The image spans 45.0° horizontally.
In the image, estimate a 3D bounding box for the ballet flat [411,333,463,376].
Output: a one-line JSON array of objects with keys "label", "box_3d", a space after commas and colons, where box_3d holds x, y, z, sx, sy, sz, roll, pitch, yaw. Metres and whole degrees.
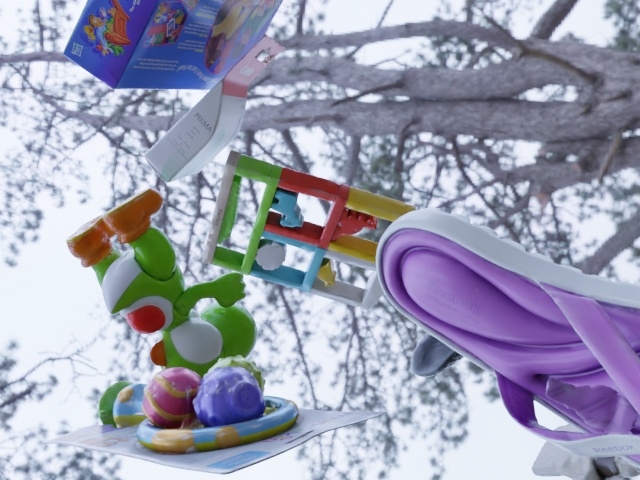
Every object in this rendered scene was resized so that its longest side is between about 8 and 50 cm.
[{"label": "ballet flat", "box_3d": [0.176, 0.135, 1.000, 0.049, 0.173, 0.057, 10, -125, -31]}]

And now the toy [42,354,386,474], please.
[{"label": "toy", "box_3d": [-0.088, 0.115, 0.553, 0.137, 0.237, 0.056, -9, -93, -44]}]

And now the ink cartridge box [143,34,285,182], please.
[{"label": "ink cartridge box", "box_3d": [-0.126, -0.177, 1.061, 0.225, 0.056, 0.181, -40, 4, 9]}]

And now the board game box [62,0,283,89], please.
[{"label": "board game box", "box_3d": [-0.154, -0.311, 0.992, 0.233, 0.078, 0.347, -57, -8, 17]}]

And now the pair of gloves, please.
[{"label": "pair of gloves", "box_3d": [0.271, 0.277, 0.816, 0.240, 0.042, 0.204, -52, -1, -31]}]

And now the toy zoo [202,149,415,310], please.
[{"label": "toy zoo", "box_3d": [0.000, 0.000, 1.035, 0.030, 0.293, 0.192, -79, 7, -45]}]

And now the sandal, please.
[{"label": "sandal", "box_3d": [0.197, 0.105, 0.615, 0.102, 0.416, 0.169, -31, -50, -36]}]

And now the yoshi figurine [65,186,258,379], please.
[{"label": "yoshi figurine", "box_3d": [-0.227, 0.093, 1.256, 0.203, 0.203, 0.362, -34, -78, -13]}]
